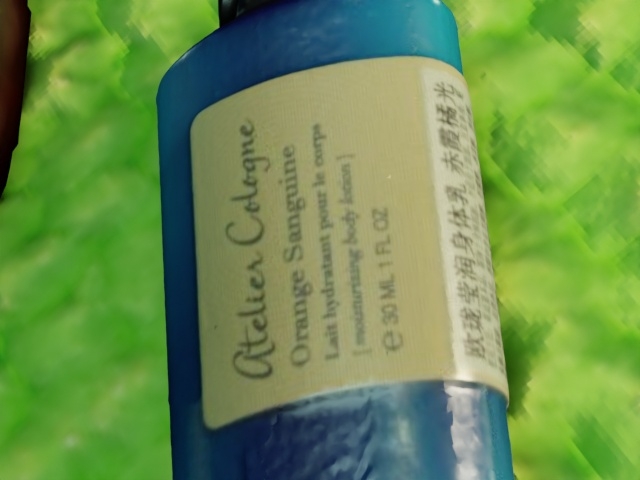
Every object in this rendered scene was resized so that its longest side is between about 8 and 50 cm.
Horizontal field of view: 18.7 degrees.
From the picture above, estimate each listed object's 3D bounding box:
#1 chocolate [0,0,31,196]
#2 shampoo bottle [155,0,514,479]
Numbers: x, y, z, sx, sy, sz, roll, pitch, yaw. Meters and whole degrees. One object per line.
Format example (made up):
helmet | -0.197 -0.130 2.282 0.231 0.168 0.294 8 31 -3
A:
chocolate | -0.242 -0.073 0.577 0.283 0.186 0.283 -13 60 24
shampoo bottle | 0.000 0.000 0.489 0.087 0.050 0.183 -19 58 24
